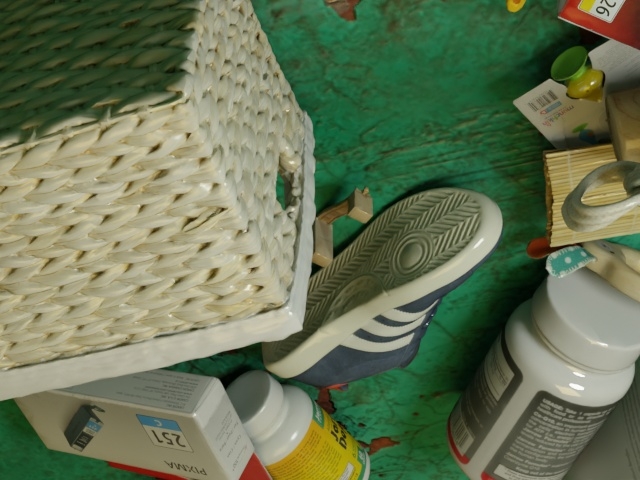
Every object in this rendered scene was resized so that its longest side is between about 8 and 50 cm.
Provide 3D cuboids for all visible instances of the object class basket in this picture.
[{"bbox_3d":[-0.201,-0.072,1.169,0.331,0.328,0.266,-15,127,14],"label":"basket"}]

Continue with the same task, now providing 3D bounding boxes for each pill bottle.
[{"bbox_3d":[-0.037,0.258,1.606,0.118,0.117,0.208,-27,127,23],"label":"pill bottle"},{"bbox_3d":[0.273,0.168,1.494,0.161,0.161,0.283,14,131,-12],"label":"pill bottle"}]

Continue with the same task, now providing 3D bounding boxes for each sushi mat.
[{"bbox_3d":[0.392,-0.066,1.309,0.317,0.019,0.151,-9,138,3],"label":"sushi mat"}]

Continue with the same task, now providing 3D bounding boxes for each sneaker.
[{"bbox_3d":[0.094,0.067,1.436,0.148,0.131,0.350,30,132,-33],"label":"sneaker"}]

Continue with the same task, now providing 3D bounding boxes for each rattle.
[{"bbox_3d":[0.350,-0.003,1.383,0.200,0.130,0.142,27,126,-4],"label":"rattle"}]

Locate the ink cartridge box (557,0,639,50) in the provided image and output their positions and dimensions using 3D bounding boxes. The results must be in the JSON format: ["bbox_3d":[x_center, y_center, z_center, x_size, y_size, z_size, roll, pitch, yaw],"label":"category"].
[{"bbox_3d":[0.382,-0.283,1.009,0.272,0.130,0.309,20,130,-7],"label":"ink cartridge box"}]

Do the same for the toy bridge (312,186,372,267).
[{"bbox_3d":[0.000,0.000,1.404,0.026,0.063,0.188,25,129,-22],"label":"toy bridge"}]

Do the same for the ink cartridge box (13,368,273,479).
[{"bbox_3d":[-0.216,0.254,1.562,0.296,0.066,0.261,5,137,30],"label":"ink cartridge box"}]

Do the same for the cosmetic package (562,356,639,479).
[{"bbox_3d":[0.399,0.309,1.602,0.155,0.197,0.365,18,132,-17],"label":"cosmetic package"}]

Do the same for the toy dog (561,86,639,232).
[{"bbox_3d":[0.360,-0.044,1.127,0.220,0.333,0.161,-8,117,27],"label":"toy dog"}]

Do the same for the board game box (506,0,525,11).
[{"bbox_3d":[0.172,-0.422,1.026,0.390,0.050,0.390,33,125,-27],"label":"board game box"}]

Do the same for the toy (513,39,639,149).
[{"bbox_3d":[0.318,-0.123,1.296,0.137,0.056,0.237,-32,131,27],"label":"toy"}]
